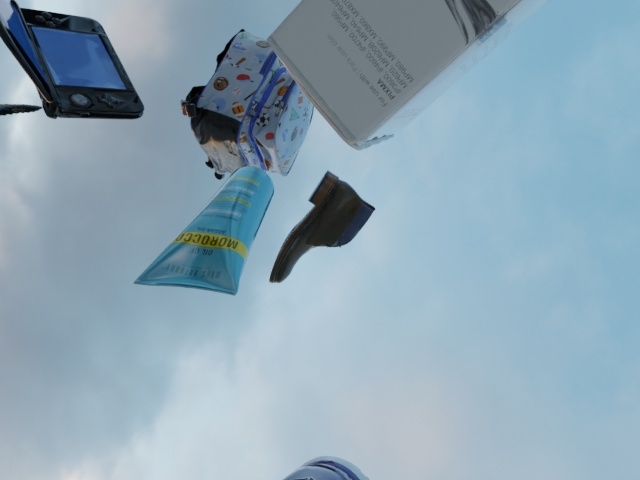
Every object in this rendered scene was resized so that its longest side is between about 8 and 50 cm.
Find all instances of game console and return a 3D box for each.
[{"bbox_3d":[-0.192,-0.155,0.378,0.122,0.107,0.071,59,-45,23],"label":"game console"}]

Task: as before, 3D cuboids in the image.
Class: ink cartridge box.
[{"bbox_3d":[0.090,-0.166,0.335,0.218,0.158,0.092,-41,-91,22],"label":"ink cartridge box"}]

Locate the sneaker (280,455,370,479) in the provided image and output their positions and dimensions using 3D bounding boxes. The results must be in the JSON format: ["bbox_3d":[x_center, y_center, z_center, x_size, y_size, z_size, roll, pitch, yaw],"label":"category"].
[{"bbox_3d":[-0.076,0.275,0.354,0.107,0.124,0.283,32,-93,25],"label":"sneaker"}]

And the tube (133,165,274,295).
[{"bbox_3d":[-0.091,-0.010,0.485,0.080,0.207,0.052,2,-61,7],"label":"tube"}]

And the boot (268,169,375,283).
[{"bbox_3d":[0.000,0.000,0.885,0.106,0.082,0.219,30,-79,-5],"label":"boot"}]

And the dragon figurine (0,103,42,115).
[{"bbox_3d":[-0.484,-0.111,0.609,0.085,0.289,0.143,-18,-96,38],"label":"dragon figurine"}]

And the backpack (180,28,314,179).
[{"bbox_3d":[-0.128,-0.271,1.036,0.213,0.276,0.263,13,-106,2],"label":"backpack"}]
